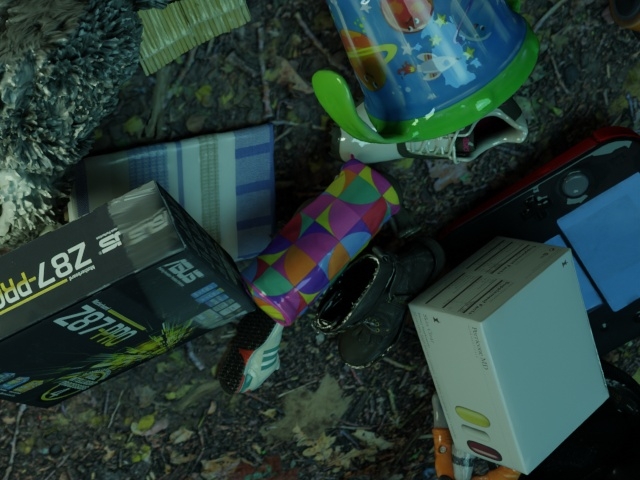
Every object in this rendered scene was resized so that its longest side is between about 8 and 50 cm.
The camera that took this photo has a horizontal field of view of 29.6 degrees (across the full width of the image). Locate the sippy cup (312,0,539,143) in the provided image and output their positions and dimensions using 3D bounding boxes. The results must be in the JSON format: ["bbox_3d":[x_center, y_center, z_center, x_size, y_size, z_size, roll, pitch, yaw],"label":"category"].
[{"bbox_3d":[0.116,-0.277,1.473,0.240,0.305,0.224,-20,122,22],"label":"sippy cup"}]

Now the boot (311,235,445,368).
[{"bbox_3d":[0.054,0.094,1.690,0.229,0.091,0.263,-16,142,-58],"label":"boot"}]

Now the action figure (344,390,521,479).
[{"bbox_3d":[0.172,0.399,1.912,0.178,0.341,0.330,47,60,-65],"label":"action figure"}]

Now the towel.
[{"bbox_3d":[-0.192,-0.040,1.586,0.285,0.034,0.209,-14,125,-21],"label":"towel"}]

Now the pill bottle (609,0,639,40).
[{"bbox_3d":[0.524,-0.325,1.698,0.245,0.130,0.130,2,120,-29],"label":"pill bottle"}]

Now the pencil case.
[{"bbox_3d":[0.000,0.000,1.559,0.236,0.104,0.104,-47,132,-15],"label":"pencil case"}]

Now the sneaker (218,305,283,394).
[{"bbox_3d":[-0.085,0.156,1.769,0.075,0.057,0.161,7,118,-50],"label":"sneaker"}]

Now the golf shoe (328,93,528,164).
[{"bbox_3d":[0.146,-0.154,1.628,0.272,0.120,0.105,-17,129,-15],"label":"golf shoe"}]

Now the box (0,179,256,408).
[{"bbox_3d":[-0.268,0.081,1.432,0.318,0.097,0.395,-27,165,0],"label":"box"}]

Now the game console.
[{"bbox_3d":[0.409,0.032,1.875,0.342,0.060,0.386,-34,124,8],"label":"game console"}]

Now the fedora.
[{"bbox_3d":[0.418,0.358,2.063,0.334,0.334,0.152,-14,157,-18],"label":"fedora"}]

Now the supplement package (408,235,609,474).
[{"bbox_3d":[0.275,0.161,1.742,0.204,0.145,0.262,-35,117,-31],"label":"supplement package"}]

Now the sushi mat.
[{"bbox_3d":[-0.193,-0.350,1.381,0.151,0.019,0.316,-27,129,-7],"label":"sushi mat"}]

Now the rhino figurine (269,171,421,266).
[{"bbox_3d":[0.022,-0.017,1.655,0.243,0.106,0.073,-25,173,-24],"label":"rhino figurine"}]

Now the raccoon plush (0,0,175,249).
[{"bbox_3d":[-0.248,-0.152,1.362,0.446,0.216,0.299,-19,136,-8],"label":"raccoon plush"}]
